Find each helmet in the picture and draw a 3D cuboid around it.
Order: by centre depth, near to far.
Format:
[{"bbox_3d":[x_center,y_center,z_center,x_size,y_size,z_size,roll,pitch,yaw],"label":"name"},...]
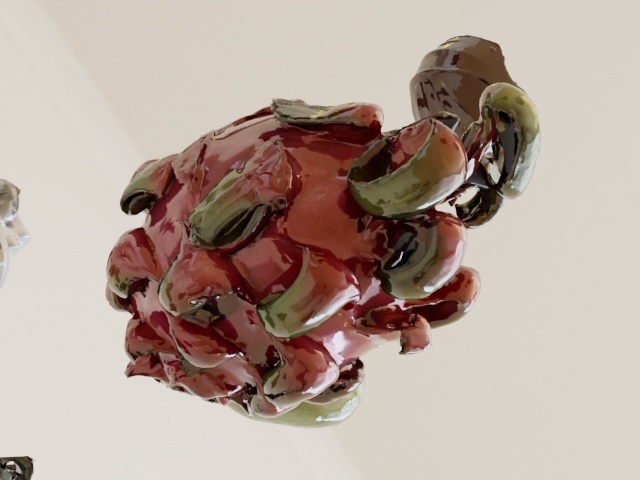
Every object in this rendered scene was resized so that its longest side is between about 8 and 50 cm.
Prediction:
[{"bbox_3d":[0.121,-0.110,1.438,0.070,0.098,0.123,-26,-85,-39],"label":"helmet"}]

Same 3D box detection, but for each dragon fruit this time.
[{"bbox_3d":[-0.003,0.009,1.008,0.218,0.272,0.198,5,-94,-44],"label":"dragon fruit"}]

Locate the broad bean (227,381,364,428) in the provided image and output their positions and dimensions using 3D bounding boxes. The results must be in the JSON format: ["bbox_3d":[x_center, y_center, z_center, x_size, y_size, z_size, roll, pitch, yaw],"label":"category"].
[{"bbox_3d":[-0.063,0.097,1.571,0.228,0.100,0.169,20,-152,12],"label":"broad bean"}]

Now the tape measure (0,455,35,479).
[{"bbox_3d":[-0.206,0.168,0.988,0.094,0.054,0.091,-13,-94,-26],"label":"tape measure"}]

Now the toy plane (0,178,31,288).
[{"bbox_3d":[-0.368,-0.037,1.525,0.244,0.117,0.245,41,-157,-22],"label":"toy plane"}]
